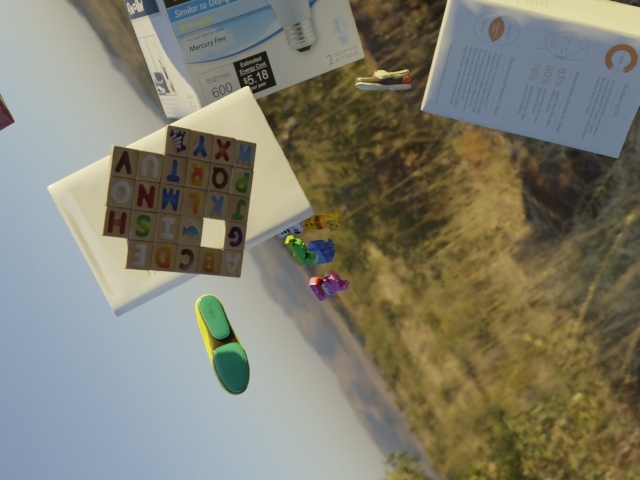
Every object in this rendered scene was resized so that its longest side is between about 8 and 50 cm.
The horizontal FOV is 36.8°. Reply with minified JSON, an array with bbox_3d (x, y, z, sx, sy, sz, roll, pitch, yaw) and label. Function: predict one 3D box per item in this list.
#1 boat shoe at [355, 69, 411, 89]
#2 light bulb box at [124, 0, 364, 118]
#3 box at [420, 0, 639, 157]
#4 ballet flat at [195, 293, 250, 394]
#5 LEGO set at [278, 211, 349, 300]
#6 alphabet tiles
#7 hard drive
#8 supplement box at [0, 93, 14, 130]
[{"bbox_3d":[0.143,-0.367,2.196,0.049,0.137,0.043,171,95,-72],"label":"boat shoe"},{"bbox_3d":[-0.159,-0.451,1.781,0.225,0.358,0.361,15,127,62],"label":"light bulb box"},{"bbox_3d":[0.367,-0.305,1.631,0.168,0.345,0.215,-70,-7,-58],"label":"box"},{"bbox_3d":[-0.208,0.223,2.028,0.231,0.077,0.077,68,156,18],"label":"ballet flat"},{"bbox_3d":[0.000,0.000,1.770,0.227,0.093,0.087,58,-146,-36],"label":"LEGO set"},{"bbox_3d":[-0.189,-0.054,1.313,0.237,0.198,0.009,7,180,-44],"label":"alphabet tiles"},{"bbox_3d":[-0.219,-0.063,1.535,0.233,0.353,0.047,62,174,-2],"label":"hard drive"},{"bbox_3d":[-0.626,-0.256,1.699,0.188,0.104,0.081,51,170,41],"label":"supplement box"}]
